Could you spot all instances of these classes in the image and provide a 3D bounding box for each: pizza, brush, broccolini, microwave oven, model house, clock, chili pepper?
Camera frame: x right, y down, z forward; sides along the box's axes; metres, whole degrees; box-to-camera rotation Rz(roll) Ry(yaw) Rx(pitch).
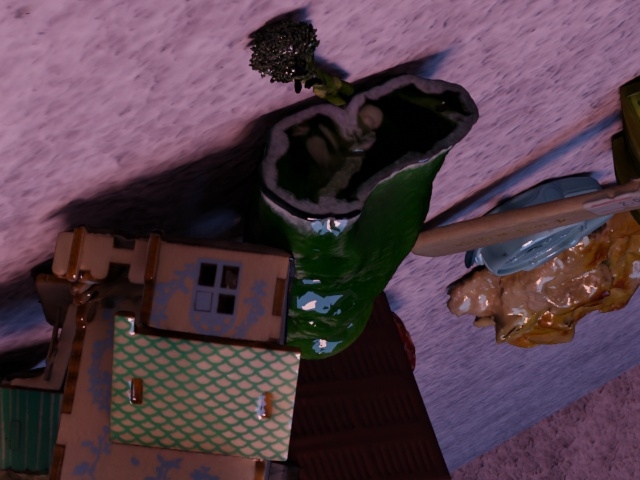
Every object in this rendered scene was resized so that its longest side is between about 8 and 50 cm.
[{"bbox_3d":[0.242,0.038,1.709,0.223,0.089,0.323,-33,165,9],"label":"pizza"},{"bbox_3d":[0.214,-0.027,1.329,0.337,0.020,0.085,-14,161,31],"label":"brush"},{"bbox_3d":[-0.003,-0.090,0.914,0.035,0.030,0.140,-66,165,5],"label":"broccolini"},{"bbox_3d":[-0.061,0.145,1.330,0.178,0.188,0.247,-5,159,-44],"label":"microwave oven"},{"bbox_3d":[-0.100,0.131,1.027,0.178,0.206,0.271,6,159,-3],"label":"model house"},{"bbox_3d":[0.172,-0.009,1.482,0.108,0.045,0.147,-38,162,34],"label":"clock"},{"bbox_3d":[0.000,0.000,1.096,0.136,0.099,0.270,-46,170,-27],"label":"chili pepper"}]

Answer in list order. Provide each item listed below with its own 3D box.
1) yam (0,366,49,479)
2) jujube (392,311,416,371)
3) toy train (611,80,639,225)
[{"bbox_3d":[-0.267,0.185,1.123,0.304,0.168,0.168,-12,160,-44],"label":"yam"},{"bbox_3d":[0.043,0.096,1.567,0.077,0.077,0.129,-28,161,2],"label":"jujube"},{"bbox_3d":[0.291,-0.083,1.347,0.137,0.090,0.225,-17,163,6],"label":"toy train"}]
